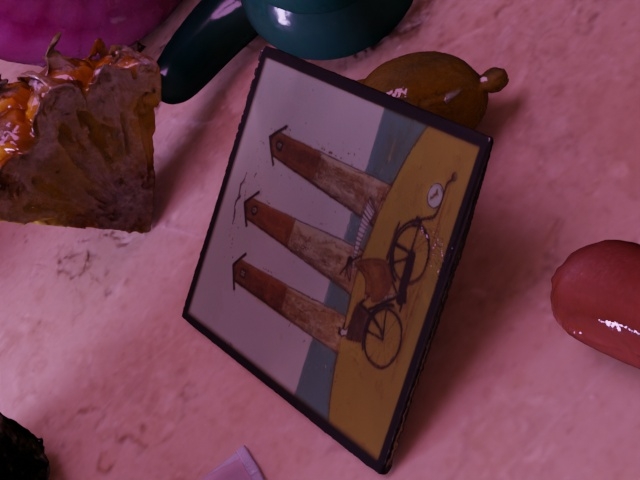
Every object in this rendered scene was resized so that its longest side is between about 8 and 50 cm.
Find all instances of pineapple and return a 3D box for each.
[{"bbox_3d":[-0.228,-0.079,1.441,0.236,0.186,0.114,-37,30,-15],"label":"pineapple"}]

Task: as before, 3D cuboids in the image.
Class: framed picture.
[{"bbox_3d":[0.000,0.000,1.187,0.324,0.013,0.244,30,105,54],"label":"framed picture"}]

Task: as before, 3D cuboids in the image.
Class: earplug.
[{"bbox_3d":[-0.039,-0.239,1.423,0.257,0.280,0.164,-1,72,1],"label":"earplug"}]

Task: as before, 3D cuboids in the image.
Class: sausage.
[{"bbox_3d":[0.215,0.047,0.956,0.077,0.077,0.194,-54,35,-10],"label":"sausage"}]

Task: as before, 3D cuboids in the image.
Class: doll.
[{"bbox_3d":[0.054,-0.093,1.269,0.137,0.097,0.209,-27,8,-28],"label":"doll"}]

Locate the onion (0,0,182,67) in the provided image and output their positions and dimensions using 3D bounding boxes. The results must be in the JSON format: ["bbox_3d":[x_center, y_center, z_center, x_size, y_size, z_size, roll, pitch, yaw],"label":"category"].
[{"bbox_3d":[-0.281,-0.341,1.605,0.358,0.358,0.345,-32,36,20],"label":"onion"}]

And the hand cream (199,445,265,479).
[{"bbox_3d":[-0.128,0.238,1.165,0.216,0.038,0.052,-42,62,1],"label":"hand cream"}]

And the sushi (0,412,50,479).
[{"bbox_3d":[-0.364,0.268,1.257,0.211,0.171,0.350,6,59,51],"label":"sushi"}]
